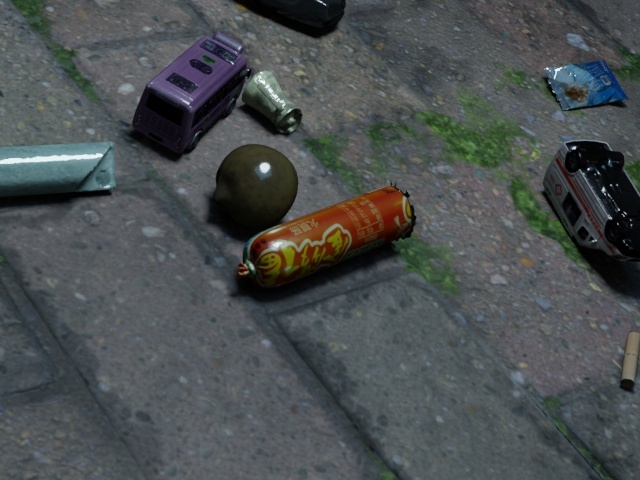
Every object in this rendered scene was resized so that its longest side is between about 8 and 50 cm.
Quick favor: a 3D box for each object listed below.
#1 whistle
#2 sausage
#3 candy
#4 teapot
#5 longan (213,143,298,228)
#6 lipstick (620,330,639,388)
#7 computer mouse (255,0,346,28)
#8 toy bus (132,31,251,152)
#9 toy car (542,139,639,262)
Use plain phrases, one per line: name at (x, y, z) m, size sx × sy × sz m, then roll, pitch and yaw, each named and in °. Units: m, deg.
whistle at (-0.383, -0.078, 1.428) m, size 0.312 × 0.062 × 0.062 m, roll -5°, pitch 48°, yaw -30°
sausage at (0.000, 0.000, 1.519) m, size 0.264 × 0.083 × 0.083 m, roll -21°, pitch 57°, yaw -38°
candy at (0.429, -0.253, 2.027) m, size 0.136 × 0.038 × 0.088 m, roll -11°, pitch 64°, yaw -25°
teapot at (-0.064, -0.187, 1.702) m, size 0.057 × 0.067 × 0.083 m, roll -44°, pitch 75°, yaw -1°
longan at (-0.082, -0.066, 1.537) m, size 0.113 × 0.092 × 0.113 m, roll 6°, pitch 65°, yaw -13°
lipstick at (0.394, 0.150, 1.579) m, size 0.019 × 0.019 × 0.094 m, roll 25°, pitch 41°, yaw 1°
computer mouse at (-0.061, -0.398, 1.920) m, size 0.217 × 0.073 × 0.122 m, roll 27°, pitch 42°, yaw -5°
toy bus at (-0.164, -0.196, 1.632) m, size 0.087 × 0.098 × 0.178 m, roll 29°, pitch 40°, yaw 7°
toy car at (0.389, -0.039, 1.723) m, size 0.089 × 0.108 × 0.209 m, roll -1°, pitch 50°, yaw -29°
